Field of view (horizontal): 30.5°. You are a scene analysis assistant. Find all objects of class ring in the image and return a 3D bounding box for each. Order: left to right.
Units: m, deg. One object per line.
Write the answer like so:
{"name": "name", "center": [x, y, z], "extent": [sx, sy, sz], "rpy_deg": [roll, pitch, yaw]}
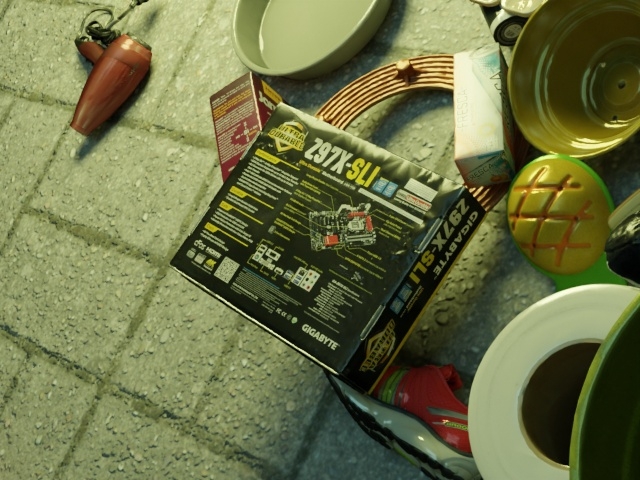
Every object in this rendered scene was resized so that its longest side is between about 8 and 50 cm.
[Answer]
{"name": "ring", "center": [0.104, -0.121, 1.508], "extent": [0.336, 0.032, 0.337], "rpy_deg": [-14, 49, 17]}

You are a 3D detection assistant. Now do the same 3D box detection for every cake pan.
{"name": "cake pan", "center": [-0.006, -0.365, 1.771], "extent": [0.293, 0.054, 0.293], "rpy_deg": [-19, 56, 30]}

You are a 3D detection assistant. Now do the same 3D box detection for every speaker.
{"name": "speaker", "center": [0.235, -0.322, 1.557], "extent": [0.055, 0.055, 0.136], "rpy_deg": [-31, 51, 21]}

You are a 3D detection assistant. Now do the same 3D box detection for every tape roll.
{"name": "tape roll", "center": [0.289, 0.184, 1.152], "extent": [0.246, 0.169, 0.246], "rpy_deg": [-19, 56, 30]}

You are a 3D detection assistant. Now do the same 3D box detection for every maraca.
{"name": "maraca", "center": [0.280, -0.009, 1.321], "extent": [0.127, 0.099, 0.186], "rpy_deg": [-37, 71, 33]}

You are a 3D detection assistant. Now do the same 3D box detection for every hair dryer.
{"name": "hair dryer", "center": [-0.364, -0.306, 2.029], "extent": [0.223, 0.080, 0.294], "rpy_deg": [-22, 47, 47]}

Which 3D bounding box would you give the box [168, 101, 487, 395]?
{"name": "box", "center": [0.000, 0.000, 1.407], "extent": [0.322, 0.079, 0.257], "rpy_deg": [28, 80, 39]}

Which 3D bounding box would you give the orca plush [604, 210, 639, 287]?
{"name": "orca plush", "center": [0.411, 0.009, 1.076], "extent": [0.102, 0.287, 0.151], "rpy_deg": [140, 144, -65]}

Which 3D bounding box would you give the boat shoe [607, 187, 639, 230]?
{"name": "boat shoe", "center": [0.459, -0.067, 1.186], "extent": [0.341, 0.121, 0.110], "rpy_deg": [-28, 83, 20]}

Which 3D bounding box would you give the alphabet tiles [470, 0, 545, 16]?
{"name": "alphabet tiles", "center": [0.322, -0.400, 1.514], "extent": [0.284, 0.021, 0.278], "rpy_deg": [27, 75, 37]}

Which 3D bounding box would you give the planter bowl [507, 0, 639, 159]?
{"name": "planter bowl", "center": [0.332, -0.191, 1.367], "extent": [0.217, 0.090, 0.217], "rpy_deg": [-12, 73, 43]}

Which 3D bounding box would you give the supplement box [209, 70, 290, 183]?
{"name": "supplement box", "center": [-0.087, -0.132, 1.670], "extent": [0.081, 0.104, 0.188], "rpy_deg": [-29, 51, 22]}

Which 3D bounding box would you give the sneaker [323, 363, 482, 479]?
{"name": "sneaker", "center": [0.106, 0.184, 1.366], "extent": [0.118, 0.107, 0.279], "rpy_deg": [-44, 47, -15]}

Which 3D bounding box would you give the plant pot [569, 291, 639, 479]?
{"name": "plant pot", "center": [0.434, 0.205, 0.897], "extent": [0.366, 0.353, 0.366], "rpy_deg": [-18, 56, 30]}

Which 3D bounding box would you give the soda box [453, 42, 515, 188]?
{"name": "soda box", "center": [0.198, -0.152, 1.421], "extent": [0.063, 0.058, 0.183], "rpy_deg": [-12, 50, 20]}
